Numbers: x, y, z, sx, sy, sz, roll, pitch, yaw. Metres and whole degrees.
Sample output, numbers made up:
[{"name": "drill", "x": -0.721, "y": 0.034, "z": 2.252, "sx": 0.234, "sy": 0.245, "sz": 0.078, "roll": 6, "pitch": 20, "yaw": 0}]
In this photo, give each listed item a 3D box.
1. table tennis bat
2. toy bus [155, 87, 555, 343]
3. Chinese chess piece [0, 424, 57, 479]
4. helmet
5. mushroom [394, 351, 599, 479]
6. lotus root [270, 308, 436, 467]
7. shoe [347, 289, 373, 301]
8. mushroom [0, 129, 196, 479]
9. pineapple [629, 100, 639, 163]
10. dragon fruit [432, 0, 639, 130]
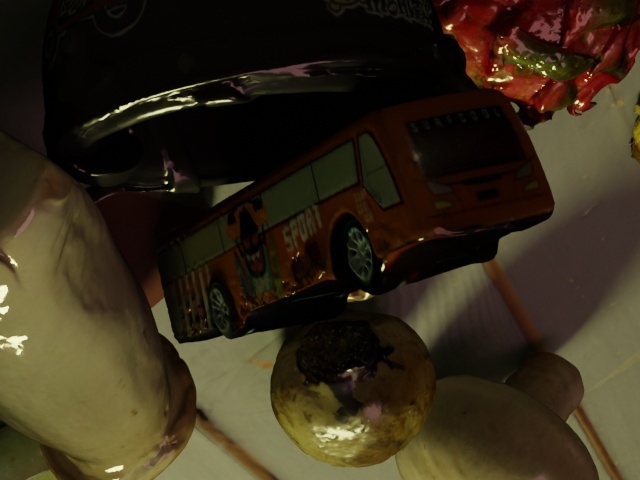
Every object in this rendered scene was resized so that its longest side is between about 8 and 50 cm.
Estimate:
[{"name": "table tennis bat", "x": -0.122, "y": -0.015, "z": 1.147, "sx": 0.246, "sy": 0.022, "sz": 0.138, "roll": -47, "pitch": 145, "yaw": 21}, {"name": "toy bus", "x": 0.000, "y": 0.000, "z": 0.987, "sx": 0.093, "sy": 0.092, "sz": 0.409, "roll": -13, "pitch": 175, "yaw": -26}, {"name": "Chinese chess piece", "x": -0.224, "y": 0.195, "z": 1.282, "sx": 0.144, "sy": 0.058, "sz": 0.144, "roll": -24, "pitch": 147, "yaw": -17}, {"name": "helmet", "x": -0.039, "y": -0.124, "z": 0.942, "sx": 0.230, "sy": 0.160, "sz": 0.279, "roll": -20, "pitch": 171, "yaw": 41}, {"name": "mushroom", "x": 0.184, "y": 0.204, "z": 1.518, "sx": 0.209, "sy": 0.206, "sz": 0.206, "roll": -22, "pitch": 144, "yaw": -18}, {"name": "lotus root", "x": 0.033, "y": 0.130, "z": 1.369, "sx": 0.138, "sy": 0.138, "sz": 0.214, "roll": -34, "pitch": 157, "yaw": -1}, {"name": "shoe", "x": 0.014, "y": 0.015, "z": 1.255, "sx": 0.109, "sy": 0.072, "sz": 0.069, "roll": -14, "pitch": 180, "yaw": -21}, {"name": "mushroom", "x": -0.183, "y": 0.045, "z": 1.022, "sx": 0.407, "sy": 0.154, "sz": 0.137, "roll": 77, "pitch": 29, "yaw": -62}, {"name": "pineapple", "x": 0.303, "y": -0.067, "z": 1.382, "sx": 0.077, "sy": 0.114, "sz": 0.114, "roll": -30, "pitch": 146, "yaw": 27}, {"name": "dragon fruit", "x": 0.119, "y": -0.160, "z": 1.073, "sx": 0.172, "sy": 0.160, "sz": 0.166, "roll": 26, "pitch": 152, "yaw": -37}]
